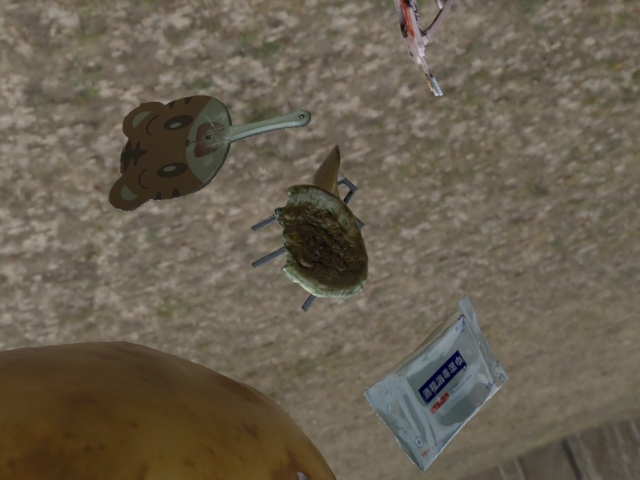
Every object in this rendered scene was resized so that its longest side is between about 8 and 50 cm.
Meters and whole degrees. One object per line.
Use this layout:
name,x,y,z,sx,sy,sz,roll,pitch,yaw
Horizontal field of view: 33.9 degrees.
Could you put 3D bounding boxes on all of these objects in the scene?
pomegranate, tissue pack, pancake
pomegranate,-0.166,0.255,0.659,0.410,0.410,0.410,-17,158,-7
tissue pack,0.139,0.165,1.206,0.193,0.123,0.026,-40,-162,-35
pancake,0.004,0.003,1.048,0.116,0.130,0.022,16,143,-34

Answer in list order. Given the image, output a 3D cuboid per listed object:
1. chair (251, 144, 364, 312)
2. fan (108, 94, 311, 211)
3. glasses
chair,0.000,-0.031,1.903,0.247,0.159,0.172,-41,112,17
fan,-0.118,-0.107,1.117,0.226,0.153,0.008,-10,143,15
glasses,0.144,-0.305,1.382,0.095,0.255,0.162,-10,135,6
